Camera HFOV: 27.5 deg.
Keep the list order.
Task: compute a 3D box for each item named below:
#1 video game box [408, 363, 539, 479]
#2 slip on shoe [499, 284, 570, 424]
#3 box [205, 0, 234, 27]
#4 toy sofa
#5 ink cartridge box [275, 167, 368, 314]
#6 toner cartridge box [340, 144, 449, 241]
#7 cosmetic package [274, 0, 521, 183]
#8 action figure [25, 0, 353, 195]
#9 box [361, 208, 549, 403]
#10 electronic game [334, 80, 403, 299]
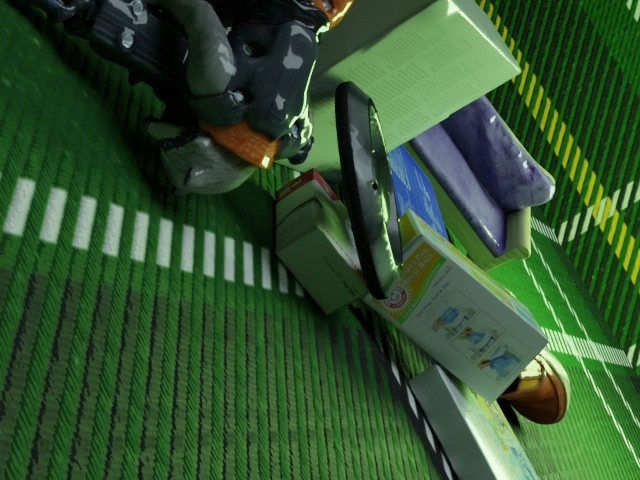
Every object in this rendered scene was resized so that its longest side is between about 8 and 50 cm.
[{"bbox_3d":[0.194,0.247,1.530,0.205,0.048,0.187,63,18,20],"label":"video game box"},{"bbox_3d":[0.252,0.175,1.784,0.331,0.123,0.101,53,52,-48],"label":"slip on shoe"},{"bbox_3d":[-0.081,-0.412,1.430,0.395,0.212,0.293,-43,119,-82],"label":"box"},{"bbox_3d":[0.221,-0.131,2.088,0.362,0.177,0.150,51,27,-22],"label":"toy sofa"},{"bbox_3d":[0.000,0.000,1.387,0.099,0.056,0.135,52,17,-24],"label":"ink cartridge box"},{"bbox_3d":[0.101,-0.030,1.737,0.165,0.075,0.348,49,17,-27],"label":"toner cartridge box"},{"bbox_3d":[0.052,-0.193,1.501,0.097,0.284,0.377,61,15,15],"label":"cosmetic package"},{"bbox_3d":[-0.080,-0.198,1.127,0.341,0.330,0.178,19,-3,-38],"label":"action figure"},{"bbox_3d":[0.148,0.074,1.511,0.203,0.103,0.114,39,10,-15],"label":"box"},{"bbox_3d":[0.047,-0.052,1.355,0.229,0.048,0.229,-10,90,-81],"label":"electronic game"}]
